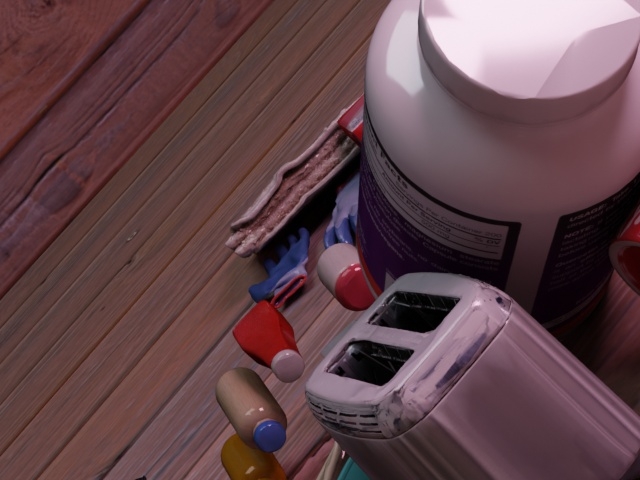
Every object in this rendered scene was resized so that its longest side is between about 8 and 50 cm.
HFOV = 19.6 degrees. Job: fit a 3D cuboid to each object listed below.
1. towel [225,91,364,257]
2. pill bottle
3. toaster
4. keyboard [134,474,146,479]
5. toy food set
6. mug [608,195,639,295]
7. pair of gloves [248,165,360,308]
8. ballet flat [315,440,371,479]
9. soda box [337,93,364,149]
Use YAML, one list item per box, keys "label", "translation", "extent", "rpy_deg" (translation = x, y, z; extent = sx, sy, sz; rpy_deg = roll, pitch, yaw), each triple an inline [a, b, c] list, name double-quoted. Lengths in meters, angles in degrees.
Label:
- label: "towel"
  translation: [0.004, -0.089, 2.005]
  extent: [0.282, 0.049, 0.187]
  rpy_deg: [-44, 1, 0]
- label: "pill bottle"
  translation: [0.115, -0.061, 1.159]
  extent: [0.181, 0.181, 0.323]
  rpy_deg: [-50, -16, -21]
- label: "toaster"
  translation: [0.088, 0.105, 1.082]
  extent: [0.129, 0.146, 0.227]
  rpy_deg: [-48, 15, -10]
- label: "keyboard"
  translation: [-0.188, 0.274, 1.646]
  extent: [0.108, 0.023, 0.180]
  rpy_deg: [-38, 13, -1]
- label: "toy food set"
  translation: [0.001, 0.099, 1.435]
  extent: [0.232, 0.111, 0.104]
  rpy_deg: [-44, 26, 1]
- label: "mug"
  translation: [0.260, -0.038, 1.085]
  extent: [0.169, 0.113, 0.150]
  rpy_deg: [-52, 14, -15]
- label: "pair of gloves"
  translation: [0.000, 0.000, 1.887]
  extent: [0.198, 0.023, 0.159]
  rpy_deg: [-45, 14, 11]
- label: "ballet flat"
  translation: [0.038, 0.149, 1.258]
  extent: [0.086, 0.086, 0.248]
  rpy_deg: [-27, 23, 51]
- label: "soda box"
  translation: [0.142, -0.178, 1.868]
  extent: [0.263, 0.083, 0.092]
  rpy_deg: [-45, 14, 0]
